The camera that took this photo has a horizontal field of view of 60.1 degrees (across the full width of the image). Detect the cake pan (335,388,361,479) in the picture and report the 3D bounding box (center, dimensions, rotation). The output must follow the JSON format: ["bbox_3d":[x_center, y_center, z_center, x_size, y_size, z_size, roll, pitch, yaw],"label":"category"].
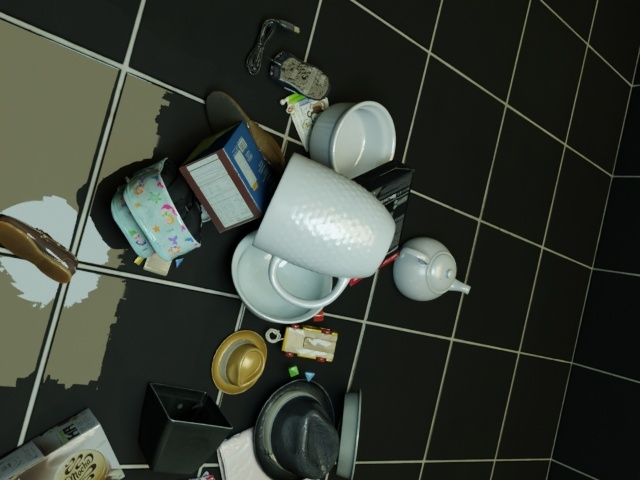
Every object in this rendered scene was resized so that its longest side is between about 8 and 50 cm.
[{"bbox_3d":[0.090,0.630,1.798,0.054,0.293,0.293,6,92,3],"label":"cake pan"}]

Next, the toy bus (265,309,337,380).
[{"bbox_3d":[-0.048,0.313,1.730,0.190,0.104,0.202,-33,96,-7],"label":"toy bus"}]

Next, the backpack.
[{"bbox_3d":[-0.386,-0.066,1.337,0.191,0.253,0.225,-27,114,-6],"label":"backpack"}]

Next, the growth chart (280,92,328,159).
[{"bbox_3d":[-0.016,-0.370,1.724,0.172,0.021,0.237,-42,119,-27],"label":"growth chart"}]

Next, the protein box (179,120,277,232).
[{"bbox_3d":[-0.233,-0.169,1.453,0.201,0.135,0.200,61,21,-25],"label":"protein box"}]

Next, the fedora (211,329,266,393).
[{"bbox_3d":[-0.223,0.365,1.621,0.194,0.079,0.195,-6,100,-36],"label":"fedora"}]

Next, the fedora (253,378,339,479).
[{"bbox_3d":[-0.041,0.599,1.676,0.333,0.152,0.334,-6,99,-37],"label":"fedora"}]

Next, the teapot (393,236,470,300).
[{"bbox_3d":[0.396,0.106,1.990,0.256,0.187,0.253,-22,108,-32],"label":"teapot"}]

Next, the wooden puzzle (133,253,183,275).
[{"bbox_3d":[-0.430,0.051,1.468,0.116,0.014,0.079,32,81,-35],"label":"wooden puzzle"}]

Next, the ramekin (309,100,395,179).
[{"bbox_3d":[0.095,-0.297,1.718,0.277,0.135,0.277,-18,118,-39],"label":"ramekin"}]

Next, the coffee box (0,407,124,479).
[{"bbox_3d":[-0.645,0.559,1.300,0.297,0.118,0.168,-27,112,-32],"label":"coffee box"}]

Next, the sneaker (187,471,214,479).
[{"bbox_3d":[-0.351,0.694,1.588,0.118,0.042,0.067,45,73,-40],"label":"sneaker"}]

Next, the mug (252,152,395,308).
[{"bbox_3d":[0.000,0.000,1.490,0.327,0.276,0.374,24,88,-5],"label":"mug"}]

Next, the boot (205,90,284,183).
[{"bbox_3d":[-0.207,-0.296,1.561,0.305,0.112,0.115,54,34,-24],"label":"boot"}]

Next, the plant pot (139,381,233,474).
[{"bbox_3d":[-0.379,0.508,1.470,0.187,0.188,0.167,24,94,-37],"label":"plant pot"}]

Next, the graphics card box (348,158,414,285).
[{"bbox_3d":[0.165,-0.054,1.759,0.232,0.094,0.371,-28,141,-31],"label":"graphics card box"}]

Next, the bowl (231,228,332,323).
[{"bbox_3d":[-0.126,0.118,1.595,0.297,0.134,0.298,11,59,-18],"label":"bowl"}]

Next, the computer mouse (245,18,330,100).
[{"bbox_3d":[-0.082,-0.529,1.624,0.261,0.060,0.184,18,89,-21],"label":"computer mouse"}]

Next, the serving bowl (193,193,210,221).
[{"bbox_3d":[-0.328,-0.093,1.517,0.083,0.027,0.084,-5,98,-36],"label":"serving bowl"}]

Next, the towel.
[{"bbox_3d":[-0.152,0.710,1.734,0.331,0.053,0.317,-15,105,-36],"label":"towel"}]

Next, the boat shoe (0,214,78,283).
[{"bbox_3d":[-0.649,0.012,1.269,0.207,0.073,0.073,52,28,-33],"label":"boat shoe"}]
